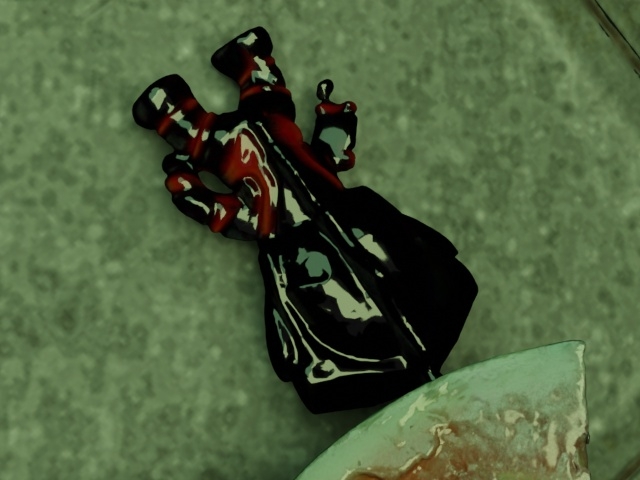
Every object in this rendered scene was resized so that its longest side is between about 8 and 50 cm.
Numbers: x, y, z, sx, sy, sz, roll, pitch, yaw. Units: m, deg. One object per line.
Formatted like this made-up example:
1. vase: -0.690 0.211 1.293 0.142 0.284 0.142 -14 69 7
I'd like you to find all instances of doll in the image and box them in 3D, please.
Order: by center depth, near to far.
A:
1. doll: 0.001 0.000 0.725 0.127 0.088 0.248 -40 87 6

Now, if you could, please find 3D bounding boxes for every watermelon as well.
1. watermelon: 0.048 0.207 0.664 0.260 0.176 0.256 -20 117 1
